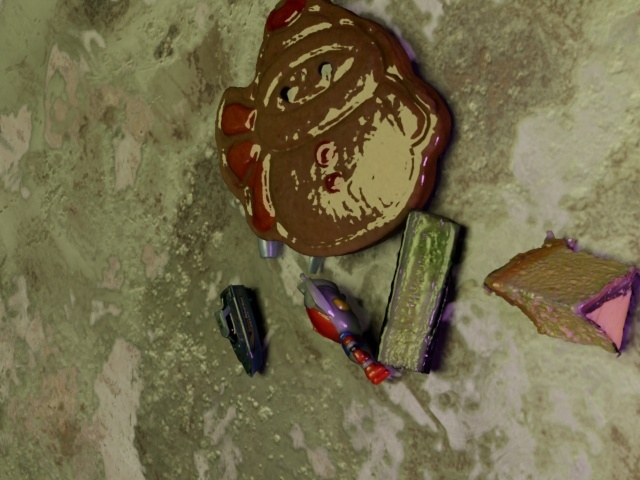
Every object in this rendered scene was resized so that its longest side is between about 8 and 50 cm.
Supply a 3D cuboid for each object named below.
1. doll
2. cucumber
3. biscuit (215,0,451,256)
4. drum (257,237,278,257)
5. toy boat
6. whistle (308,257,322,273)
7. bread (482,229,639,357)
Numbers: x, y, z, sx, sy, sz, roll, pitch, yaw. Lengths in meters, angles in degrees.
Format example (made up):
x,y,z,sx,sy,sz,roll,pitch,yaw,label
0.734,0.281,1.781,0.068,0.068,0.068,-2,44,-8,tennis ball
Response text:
x,y,z,sx,sy,sz,roll,pitch,yaw,label
0.026,0.116,1.864,0.062,0.104,0.194,-47,63,17,doll
0.132,0.067,1.789,0.078,0.062,0.211,13,93,9,cucumber
0.003,-0.164,1.875,0.359,0.074,0.381,-25,76,29,biscuit
-0.097,-0.106,2.019,0.130,0.049,0.253,15,99,43,drum
-0.119,0.138,2.031,0.055,0.060,0.141,-38,66,64,toy boat
0.000,0.000,1.931,0.035,0.035,0.100,28,109,42,whistle
0.278,0.071,1.583,0.147,0.152,0.127,20,110,41,bread
